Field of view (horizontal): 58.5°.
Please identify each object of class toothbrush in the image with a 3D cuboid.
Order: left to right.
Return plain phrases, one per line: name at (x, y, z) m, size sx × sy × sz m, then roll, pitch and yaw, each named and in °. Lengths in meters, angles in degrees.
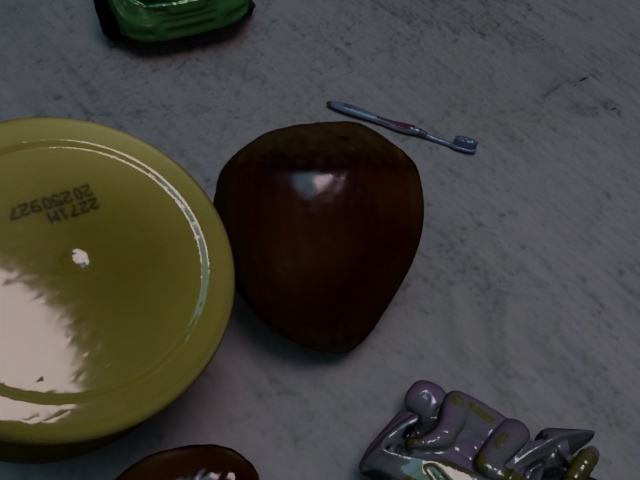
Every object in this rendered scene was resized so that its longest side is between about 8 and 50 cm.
toothbrush at (0.096, -0.141, 0.695) m, size 0.193 × 0.019 × 0.013 m, roll 20°, pitch 59°, yaw 13°

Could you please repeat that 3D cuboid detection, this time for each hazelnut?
hazelnut at (0.000, 0.000, 0.515) m, size 0.208 × 0.208 × 0.208 m, roll 1°, pitch 57°, yaw -1°

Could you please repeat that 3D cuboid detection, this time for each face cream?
face cream at (-0.193, 0.046, 0.425) m, size 0.218 × 0.179 × 0.218 m, roll 12°, pitch 62°, yaw -24°

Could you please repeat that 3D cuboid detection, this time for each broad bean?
broad bean at (-0.118, 0.221, 0.417) m, size 0.114 × 0.084 × 0.165 m, roll 33°, pitch 68°, yaw 15°

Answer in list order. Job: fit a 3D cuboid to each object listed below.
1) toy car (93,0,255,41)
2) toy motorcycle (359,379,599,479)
toy car at (-0.226, -0.432, 0.782) m, size 0.213 × 0.176 × 0.358 m, roll -15°, pitch 59°, yaw -10°
toy motorcycle at (0.117, 0.183, 0.454) m, size 0.225 × 0.073 × 0.152 m, roll -4°, pitch 55°, yaw -3°
